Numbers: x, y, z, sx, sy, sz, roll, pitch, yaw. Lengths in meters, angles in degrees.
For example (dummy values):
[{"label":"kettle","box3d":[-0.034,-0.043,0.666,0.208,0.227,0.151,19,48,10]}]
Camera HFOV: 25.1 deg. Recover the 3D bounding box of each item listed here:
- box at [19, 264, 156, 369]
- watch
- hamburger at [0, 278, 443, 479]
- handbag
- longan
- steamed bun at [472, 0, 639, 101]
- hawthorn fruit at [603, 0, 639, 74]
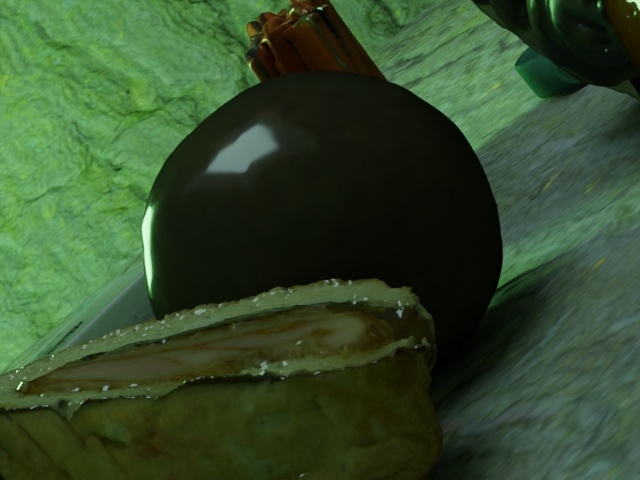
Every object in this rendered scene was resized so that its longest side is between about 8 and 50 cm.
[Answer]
[{"label":"box","box3d":[-0.173,0.173,1.243,0.274,0.203,0.116,-47,12,-35]},{"label":"watch","box3d":[0.340,-0.259,1.720,0.237,0.068,0.195,-39,8,19]},{"label":"hamburger","box3d":[-0.069,0.161,0.994,0.330,0.209,0.162,-10,16,7]},{"label":"handbag","box3d":[0.033,-0.131,1.561,0.116,0.303,0.410,-35,12,6]},{"label":"longan","box3d":[-0.002,-0.004,1.170,0.297,0.297,0.297,-37,11,8]},{"label":"steamed bun","box3d":[0.268,-0.252,1.263,0.394,0.346,0.237,6,55,40]},{"label":"hawthorn fruit","box3d":[0.317,-0.153,0.894,0.277,0.277,0.298,-30,36,40]}]
